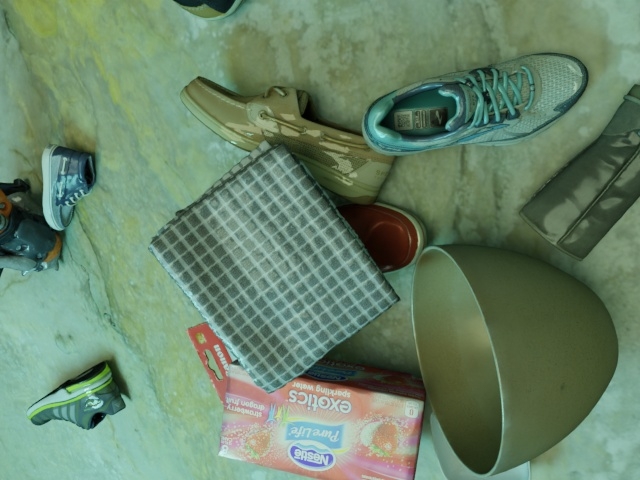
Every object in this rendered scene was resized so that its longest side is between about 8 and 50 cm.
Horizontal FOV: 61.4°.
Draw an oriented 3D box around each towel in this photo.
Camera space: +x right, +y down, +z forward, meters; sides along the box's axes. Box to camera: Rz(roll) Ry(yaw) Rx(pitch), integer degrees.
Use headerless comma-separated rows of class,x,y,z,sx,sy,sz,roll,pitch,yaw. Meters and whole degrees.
towel,-0.064,0.034,0.732,0.235,0.121,0.283,-38,97,5

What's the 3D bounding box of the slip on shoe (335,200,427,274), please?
slip on shoe,0.000,0.000,0.845,0.332,0.101,0.122,5,106,24

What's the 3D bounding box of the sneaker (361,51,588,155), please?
sneaker,0.189,-0.161,0.665,0.283,0.122,0.110,-14,96,11

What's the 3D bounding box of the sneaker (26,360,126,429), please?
sneaker,-0.567,0.387,1.244,0.300,0.111,0.121,-28,96,32

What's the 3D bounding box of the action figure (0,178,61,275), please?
action figure,-0.633,0.020,1.049,0.179,0.330,0.341,7,77,12

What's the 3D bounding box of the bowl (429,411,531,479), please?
bowl,0.252,0.312,0.841,0.142,0.053,0.142,-9,100,28

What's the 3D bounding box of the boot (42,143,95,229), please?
boot,-0.504,-0.096,1.089,0.086,0.069,0.189,13,123,3

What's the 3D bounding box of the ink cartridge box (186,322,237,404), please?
ink cartridge box,-0.155,0.227,1.020,0.225,0.056,0.180,-23,94,28

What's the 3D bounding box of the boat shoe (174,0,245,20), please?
boat shoe,-0.102,-0.536,0.703,0.187,0.156,0.500,39,117,13

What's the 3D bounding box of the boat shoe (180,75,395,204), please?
boat shoe,-0.048,-0.177,0.812,0.341,0.121,0.110,28,112,5

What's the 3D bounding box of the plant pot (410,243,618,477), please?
plant pot,0.252,0.132,0.690,0.191,0.284,0.284,-9,104,-8

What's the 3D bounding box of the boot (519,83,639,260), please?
boot,0.379,-0.056,0.654,0.190,0.076,0.208,43,113,25

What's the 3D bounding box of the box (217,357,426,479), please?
box,0.008,0.278,0.851,0.300,0.142,0.154,9,92,13
